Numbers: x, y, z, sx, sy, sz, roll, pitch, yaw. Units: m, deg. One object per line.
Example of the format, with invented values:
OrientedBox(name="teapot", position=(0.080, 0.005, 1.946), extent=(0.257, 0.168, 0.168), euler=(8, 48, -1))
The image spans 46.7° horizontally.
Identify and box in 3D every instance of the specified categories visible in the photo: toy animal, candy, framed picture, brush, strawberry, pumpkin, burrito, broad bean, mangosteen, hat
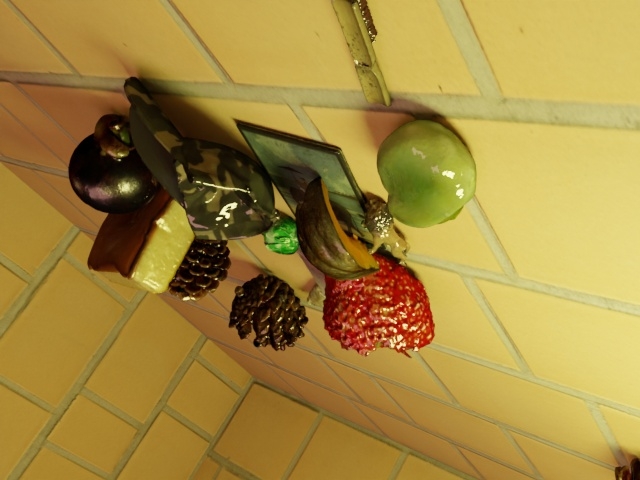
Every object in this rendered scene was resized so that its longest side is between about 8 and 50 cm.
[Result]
OrientedBox(name="toy animal", position=(0.133, -0.002, 1.526), extent=(0.086, 0.069, 0.220), euler=(-8, 145, 25))
OrientedBox(name="candy", position=(-0.001, -0.002, 1.751), extent=(0.323, 0.097, 0.097), euler=(6, 149, 35))
OrientedBox(name="framed picture", position=(-0.012, -0.111, 1.567), extent=(0.264, 0.016, 0.347), euler=(21, 157, 32))
OrientedBox(name="brush", position=(0.066, -0.268, 1.050), extent=(0.043, 0.036, 0.248), euler=(28, 167, 26))
OrientedBox(name="strawberry", position=(0.129, 0.143, 1.704), extent=(0.260, 0.258, 0.261), euler=(-2, 175, 0))
OrientedBox(name="pumpkin", position=(0.011, 0.020, 1.496), extent=(0.130, 0.149, 0.254), euler=(-24, 116, 18))
OrientedBox(name="burrito", position=(-0.003, 0.161, 2.164), extent=(0.058, 0.045, 0.188), euler=(26, 159, -3))
OrientedBox(name="broad bean", position=(0.172, -0.100, 1.197), extent=(0.169, 0.100, 0.228), euler=(13, 152, 28))
OrientedBox(name="mangosteen", position=(-0.506, -0.194, 1.840), extent=(0.228, 0.228, 0.266), euler=(28, 129, 11))
OrientedBox(name="hat", position=(-0.258, -0.187, 1.599), extent=(0.366, 0.257, 0.382), euler=(134, 119, -71))

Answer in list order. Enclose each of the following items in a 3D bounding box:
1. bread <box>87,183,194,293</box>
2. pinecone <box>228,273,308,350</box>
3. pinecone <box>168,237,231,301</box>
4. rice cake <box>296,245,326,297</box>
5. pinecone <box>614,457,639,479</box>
OrientedBox(name="bread", position=(-0.467, -0.032, 2.000), extent=(0.143, 0.324, 0.333), euler=(35, 161, -34))
OrientedBox(name="pinecone", position=(-0.165, 0.223, 2.303), extent=(0.272, 0.224, 0.224), euler=(35, 162, -30))
OrientedBox(name="pinecone", position=(-0.369, 0.035, 2.179), extent=(0.246, 0.246, 0.292), euler=(33, 145, -4))
OrientedBox(name="rice cake", position=(0.029, 0.097, 1.952), extent=(0.106, 0.050, 0.298), euler=(21, 158, 31))
OrientedBox(name="pinecone", position=(0.851, 0.661, 1.831), extent=(0.309, 0.244, 0.244), euler=(-12, 135, 42))
